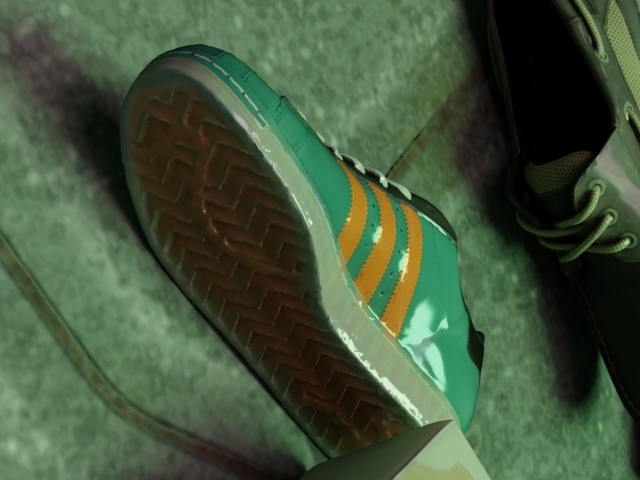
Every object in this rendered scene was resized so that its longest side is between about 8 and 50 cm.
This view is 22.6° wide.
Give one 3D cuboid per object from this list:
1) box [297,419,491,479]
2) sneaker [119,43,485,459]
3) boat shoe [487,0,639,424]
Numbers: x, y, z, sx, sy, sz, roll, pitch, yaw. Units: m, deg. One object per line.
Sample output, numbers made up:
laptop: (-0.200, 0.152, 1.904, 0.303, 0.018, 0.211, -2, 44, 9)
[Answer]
box: (0.073, 0.266, 0.827, 0.148, 0.121, 0.311, -38, 98, -46)
sneaker: (0.000, 0.000, 0.877, 0.302, 0.108, 0.121, 58, 43, -32)
boat shoe: (0.185, -0.035, 1.090, 0.130, 0.132, 0.355, -6, 75, -39)
